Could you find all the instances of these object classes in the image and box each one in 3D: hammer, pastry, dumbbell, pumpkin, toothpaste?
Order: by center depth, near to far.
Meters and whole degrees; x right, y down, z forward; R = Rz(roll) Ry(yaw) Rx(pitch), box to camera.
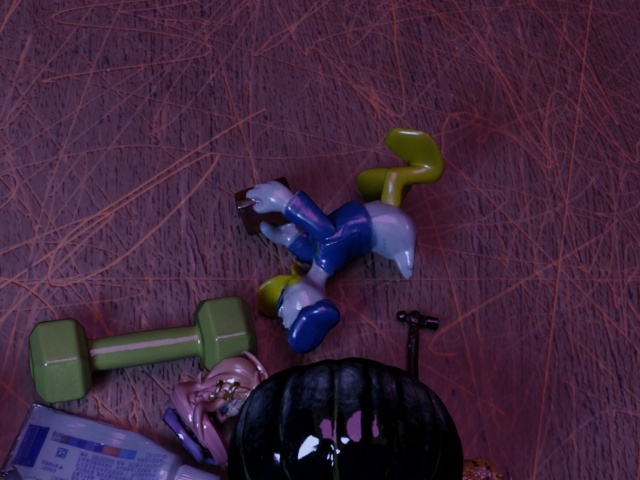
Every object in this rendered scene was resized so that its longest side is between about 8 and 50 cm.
[{"bbox_3d":[0.032,0.246,1.471,0.295,0.296,0.296,5,57,-8],"label":"pumpkin"},{"bbox_3d":[-0.265,0.293,1.524,0.282,0.068,0.099,12,26,8],"label":"toothpaste"},{"bbox_3d":[0.186,0.341,1.576,0.140,0.056,0.080,-35,78,-27],"label":"pastry"},{"bbox_3d":[-0.238,0.145,1.589,0.302,0.121,0.108,-7,88,-16],"label":"dumbbell"},{"bbox_3d":[0.137,0.180,1.690,0.065,0.021,0.178,9,57,-6],"label":"hammer"}]

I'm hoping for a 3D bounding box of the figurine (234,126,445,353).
[{"bbox_3d":[0.000,0.000,1.680,0.283,0.204,0.338,18,60,1],"label":"figurine"}]

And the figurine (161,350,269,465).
[{"bbox_3d":[-0.139,0.210,1.532,0.114,0.126,0.157,32,89,-20],"label":"figurine"}]
